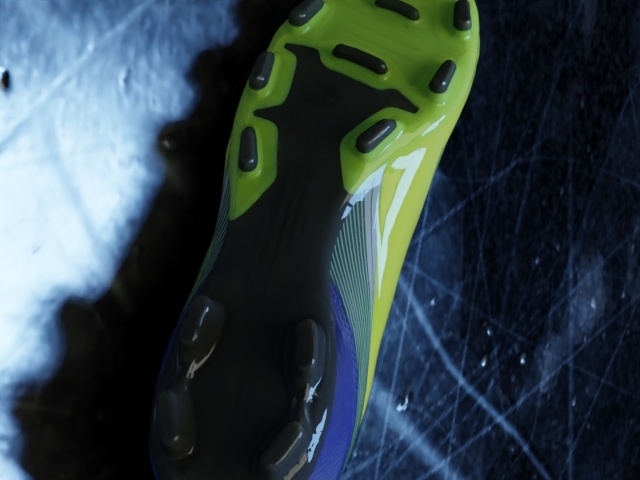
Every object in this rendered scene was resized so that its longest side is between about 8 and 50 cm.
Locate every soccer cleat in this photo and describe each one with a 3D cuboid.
[{"bbox_3d":[-0.001,0.000,0.604,0.121,0.093,0.289,85,23,-62],"label":"soccer cleat"}]
